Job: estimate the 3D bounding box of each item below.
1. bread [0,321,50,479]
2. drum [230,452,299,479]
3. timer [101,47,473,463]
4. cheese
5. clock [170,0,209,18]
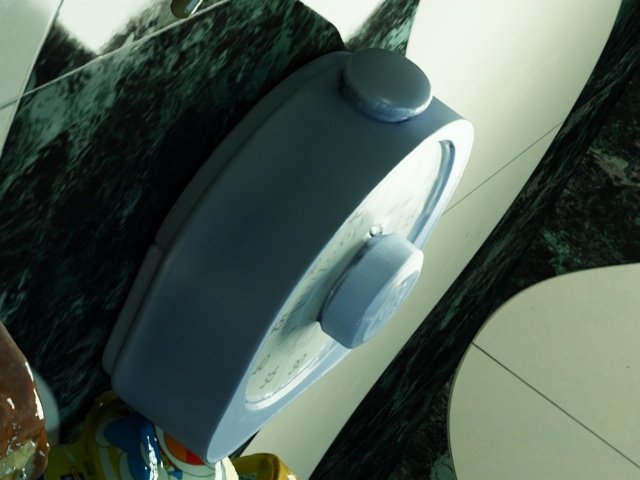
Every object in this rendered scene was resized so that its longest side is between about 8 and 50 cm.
[{"bbox_3d":[-0.289,0.171,1.257,0.244,0.123,0.190,-43,165,-35],"label":"bread"},{"bbox_3d":[-0.133,0.418,1.887,0.431,0.214,0.431,-38,-171,7],"label":"drum"},{"bbox_3d":[0.000,0.000,1.709,0.395,0.173,0.395,-48,166,-17],"label":"timer"},{"bbox_3d":[-0.172,0.216,1.714,0.069,0.177,0.270,-35,162,36],"label":"cheese"},{"bbox_3d":[0.005,-0.271,1.192,0.308,0.096,0.235,-47,166,-27],"label":"clock"}]
